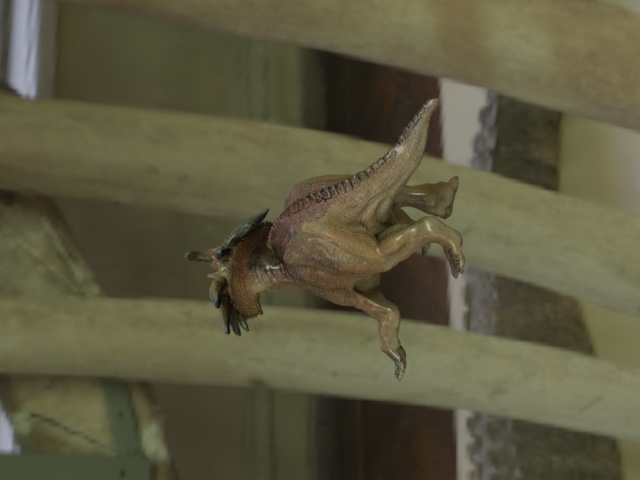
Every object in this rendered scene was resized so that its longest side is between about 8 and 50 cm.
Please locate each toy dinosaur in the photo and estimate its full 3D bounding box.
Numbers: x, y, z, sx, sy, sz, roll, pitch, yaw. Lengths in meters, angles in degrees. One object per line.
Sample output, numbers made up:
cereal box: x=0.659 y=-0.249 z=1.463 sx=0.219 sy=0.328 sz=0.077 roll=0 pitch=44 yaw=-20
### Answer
toy dinosaur: x=0.000 y=0.000 z=1.063 sx=0.295 sy=0.200 sz=0.127 roll=114 pitch=166 yaw=-54
